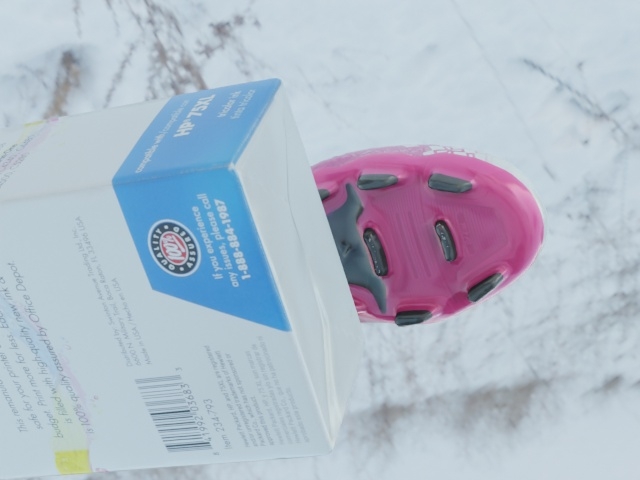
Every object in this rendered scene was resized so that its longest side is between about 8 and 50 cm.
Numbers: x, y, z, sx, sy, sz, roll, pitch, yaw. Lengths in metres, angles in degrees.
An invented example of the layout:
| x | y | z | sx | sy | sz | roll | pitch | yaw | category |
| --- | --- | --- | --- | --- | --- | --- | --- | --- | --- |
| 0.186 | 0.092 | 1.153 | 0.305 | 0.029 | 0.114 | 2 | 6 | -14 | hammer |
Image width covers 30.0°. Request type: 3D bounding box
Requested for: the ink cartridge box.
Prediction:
| x | y | z | sx | sy | sz | roll | pitch | yaw | category |
| --- | --- | --- | --- | --- | --- | --- | --- | --- | --- |
| -0.112 | 0.024 | 0.494 | 0.231 | 0.078 | 0.134 | -7 | 120 | 18 | ink cartridge box |

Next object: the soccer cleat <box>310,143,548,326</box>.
| x | y | z | sx | sy | sz | roll | pitch | yaw | category |
| --- | --- | --- | --- | --- | --- | --- | --- | --- | --- |
| 0.000 | 0.000 | 0.784 | 0.331 | 0.116 | 0.143 | -17 | -165 | 31 | soccer cleat |
